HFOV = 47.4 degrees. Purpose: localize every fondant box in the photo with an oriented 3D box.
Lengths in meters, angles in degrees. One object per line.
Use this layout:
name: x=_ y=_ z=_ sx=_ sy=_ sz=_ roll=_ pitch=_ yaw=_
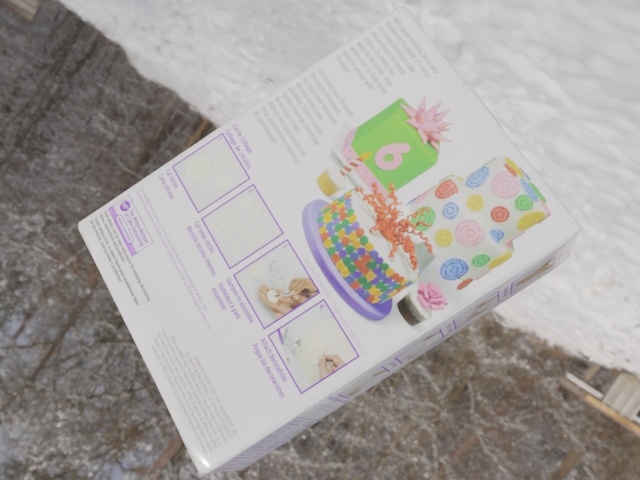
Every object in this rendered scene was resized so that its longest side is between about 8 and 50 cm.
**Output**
fondant box: x=0.000 y=0.000 z=0.599 sx=0.238 sy=0.330 sz=0.096 roll=58 pitch=-176 yaw=21
